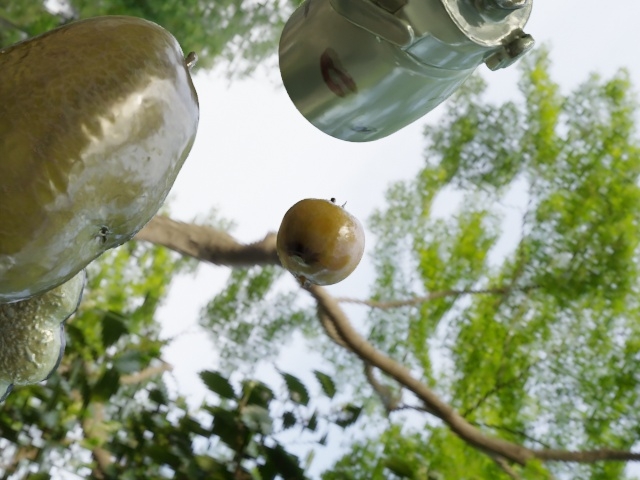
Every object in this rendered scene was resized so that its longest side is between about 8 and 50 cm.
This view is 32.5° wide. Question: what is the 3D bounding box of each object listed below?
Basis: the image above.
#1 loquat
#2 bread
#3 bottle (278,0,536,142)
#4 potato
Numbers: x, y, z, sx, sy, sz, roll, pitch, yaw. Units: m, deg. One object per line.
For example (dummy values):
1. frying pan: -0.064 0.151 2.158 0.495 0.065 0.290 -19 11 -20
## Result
1. loquat: 0.000 0.000 1.826 0.163 0.137 0.163 -13 -116 28
2. bread: -0.407 0.098 1.307 0.286 0.056 0.207 -8 -100 23
3. bottle: 0.099 -0.260 1.270 0.351 0.229 0.229 -25 -138 65
4. potato: -0.187 -0.064 0.761 0.251 0.174 0.159 -34 163 -14
